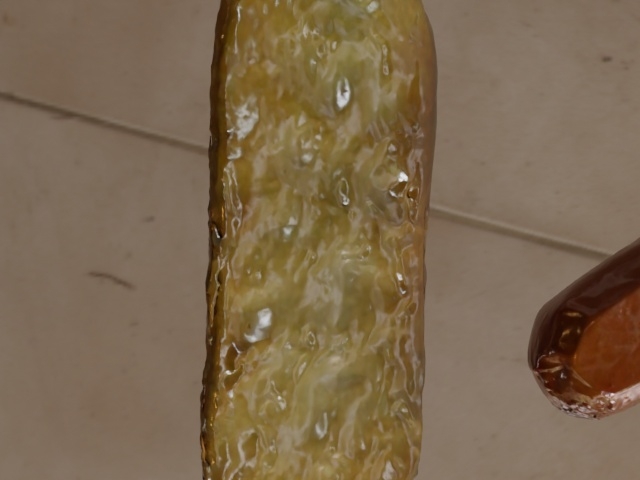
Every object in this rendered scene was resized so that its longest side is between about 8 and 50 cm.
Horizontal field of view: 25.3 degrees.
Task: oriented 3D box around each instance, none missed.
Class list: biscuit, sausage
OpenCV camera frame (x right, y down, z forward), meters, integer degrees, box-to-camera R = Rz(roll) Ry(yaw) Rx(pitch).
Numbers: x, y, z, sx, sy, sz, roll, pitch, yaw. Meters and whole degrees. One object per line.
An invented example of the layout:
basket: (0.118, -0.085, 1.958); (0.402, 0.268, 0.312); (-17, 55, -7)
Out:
biscuit: (0.000, 0.000, 0.567); (0.029, 0.118, 0.247); (7, 95, 50)
sausage: (0.354, 0.088, 1.582); (0.268, 0.141, 0.153); (-35, 97, 0)
